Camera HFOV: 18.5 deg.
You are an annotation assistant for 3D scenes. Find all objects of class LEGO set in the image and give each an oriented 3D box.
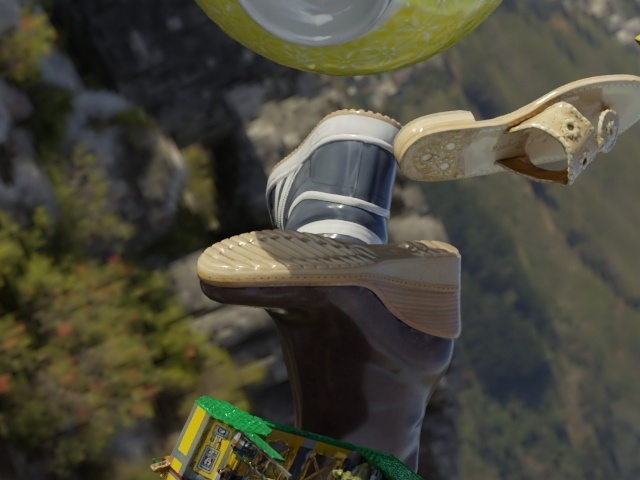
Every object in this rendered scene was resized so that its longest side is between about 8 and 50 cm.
[{"bbox_3d":[0.007,0.272,1.418,0.255,0.192,0.331,18,10,-47],"label":"LEGO set"}]

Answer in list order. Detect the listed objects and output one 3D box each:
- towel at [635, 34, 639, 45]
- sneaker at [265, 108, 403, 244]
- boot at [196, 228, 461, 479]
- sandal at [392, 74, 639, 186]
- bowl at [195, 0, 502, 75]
[{"bbox_3d":[0.304,-0.172,1.163,0.021,0.237,0.102,55,-5,-26],"label":"towel"},{"bbox_3d":[0.000,0.000,1.775,0.099,0.282,0.153,13,70,-9],"label":"sneaker"},{"bbox_3d":[0.001,0.101,1.539,0.248,0.090,0.207,2,109,-33],"label":"boot"},{"bbox_3d":[0.185,-0.073,1.666,0.088,0.240,0.079,95,-21,-45],"label":"sandal"},{"bbox_3d":[0.007,-0.221,1.380,0.289,0.289,0.156,54,30,-23],"label":"bowl"}]
